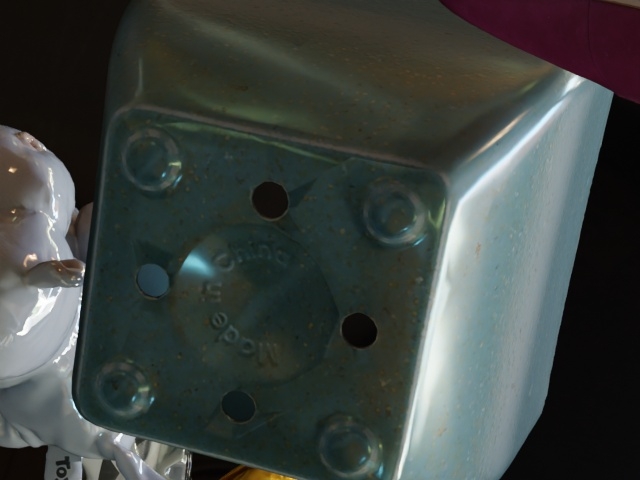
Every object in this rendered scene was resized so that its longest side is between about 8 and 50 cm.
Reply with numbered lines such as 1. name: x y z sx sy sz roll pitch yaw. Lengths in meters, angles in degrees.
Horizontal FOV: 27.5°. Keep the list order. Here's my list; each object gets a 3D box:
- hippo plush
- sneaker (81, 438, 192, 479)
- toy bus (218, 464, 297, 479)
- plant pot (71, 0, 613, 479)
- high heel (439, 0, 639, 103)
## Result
1. hippo plush: -0.234 0.054 0.908 0.236 0.234 0.294 56 23 -61
2. sneaker: -0.183 0.119 1.190 0.146 0.330 0.122 6 22 -2
3. toy bus: -0.089 0.313 1.393 0.149 0.220 0.211 43 45 -7
4. plant pot: 0.000 0.000 0.651 0.248 0.247 0.252 13 17 11
5. high heel: 0.132 -0.064 0.430 0.244 0.117 0.082 27 86 23
